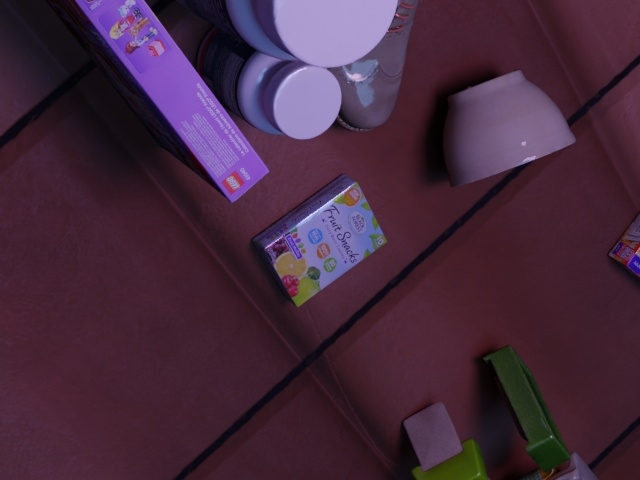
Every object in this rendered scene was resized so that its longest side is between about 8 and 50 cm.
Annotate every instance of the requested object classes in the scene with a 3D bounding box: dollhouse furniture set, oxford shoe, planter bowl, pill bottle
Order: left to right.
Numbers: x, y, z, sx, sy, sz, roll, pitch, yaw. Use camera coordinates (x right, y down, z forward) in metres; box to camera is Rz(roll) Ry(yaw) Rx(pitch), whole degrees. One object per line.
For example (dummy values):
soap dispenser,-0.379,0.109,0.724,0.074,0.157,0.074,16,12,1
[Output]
pill bottle,-0.053,-0.175,1.653,0.108,0.180,0.108,-12,116,-25
pill bottle,-0.047,-0.276,1.550,0.161,0.283,0.161,-12,116,-25
oxford shoe,0.057,-0.277,1.701,0.123,0.130,0.348,-14,117,-24
planter bowl,0.216,-0.143,1.848,0.162,0.162,0.109,-22,93,-20
dollhouse furniture set,0.251,0.307,2.105,0.198,0.151,0.301,-30,143,9

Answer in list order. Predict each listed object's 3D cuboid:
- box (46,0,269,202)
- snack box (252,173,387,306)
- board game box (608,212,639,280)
box,-0.187,-0.185,1.562,0.057,0.201,0.293,-41,125,-7
snack box,0.000,0.000,1.846,0.141,0.037,0.100,-36,125,-12
board game box,0.510,-0.016,2.120,0.147,0.045,0.193,35,91,-35
